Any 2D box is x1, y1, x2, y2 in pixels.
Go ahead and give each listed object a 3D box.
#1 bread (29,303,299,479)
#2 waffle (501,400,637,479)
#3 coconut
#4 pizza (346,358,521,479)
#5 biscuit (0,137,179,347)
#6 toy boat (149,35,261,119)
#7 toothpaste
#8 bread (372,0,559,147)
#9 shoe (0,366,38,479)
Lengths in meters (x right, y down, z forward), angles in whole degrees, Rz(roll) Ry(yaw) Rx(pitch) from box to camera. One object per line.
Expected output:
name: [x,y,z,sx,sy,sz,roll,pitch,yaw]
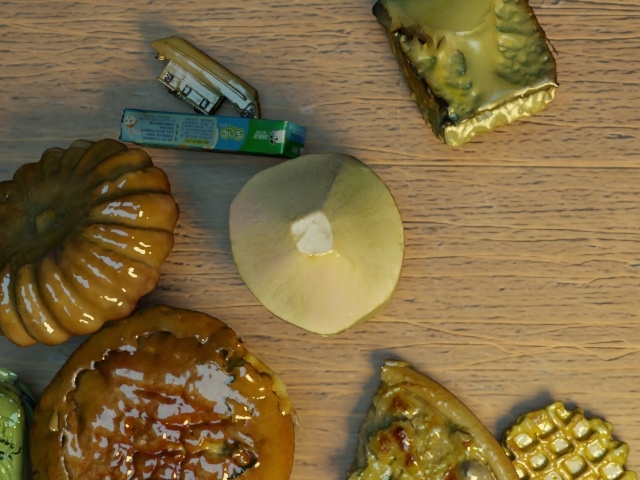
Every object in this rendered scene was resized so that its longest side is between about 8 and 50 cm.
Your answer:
bread: [-0.208,0.269,1.752,0.337,0.204,0.358,44,94,3]
waffle: [0.313,0.348,1.779,0.249,0.056,0.253,-2,89,4]
coconut: [0.000,0.000,1.728,0.259,0.259,0.259,0,87,4]
pizza: [0.140,0.325,1.753,0.223,0.089,0.323,-42,69,6]
biscuit: [-0.353,-0.009,1.759,0.325,0.107,0.326,-12,55,17]
toy boat: [-0.165,-0.221,1.849,0.200,0.057,0.077,35,94,5]
toothpaste: [-0.154,-0.149,1.795,0.266,0.065,0.050,6,86,25]
bread: [0.214,-0.249,1.774,0.204,0.162,0.262,-24,62,4]
shoe: [-0.453,0.305,1.806,0.140,0.128,0.262,17,117,14]
